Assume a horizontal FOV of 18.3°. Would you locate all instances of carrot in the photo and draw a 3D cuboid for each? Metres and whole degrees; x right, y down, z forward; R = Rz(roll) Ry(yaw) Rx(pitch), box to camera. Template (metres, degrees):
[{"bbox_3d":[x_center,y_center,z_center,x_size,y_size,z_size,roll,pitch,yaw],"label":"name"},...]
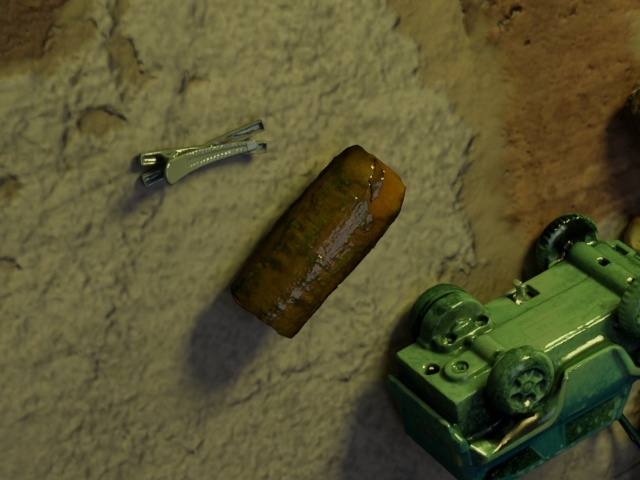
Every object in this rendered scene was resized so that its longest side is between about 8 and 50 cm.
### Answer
[{"bbox_3d":[0.000,0.000,1.711,0.173,0.082,0.082,-48,124,1],"label":"carrot"}]

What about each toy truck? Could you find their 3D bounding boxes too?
[{"bbox_3d":[0.204,0.101,1.825,0.279,0.155,0.156,-27,128,-21],"label":"toy truck"}]

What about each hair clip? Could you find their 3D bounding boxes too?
[{"bbox_3d":[-0.092,-0.070,1.654,0.115,0.039,0.030,-21,122,-26],"label":"hair clip"}]

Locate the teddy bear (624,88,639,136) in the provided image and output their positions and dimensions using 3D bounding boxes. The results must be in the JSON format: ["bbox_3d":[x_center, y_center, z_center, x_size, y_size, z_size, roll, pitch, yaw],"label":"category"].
[{"bbox_3d":[0.400,-0.112,1.879,0.177,0.140,0.190,-48,132,-11],"label":"teddy bear"}]

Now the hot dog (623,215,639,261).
[{"bbox_3d":[0.411,0.038,1.969,0.286,0.088,0.061,20,90,-29],"label":"hot dog"}]

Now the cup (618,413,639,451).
[{"bbox_3d":[0.380,0.148,1.972,0.176,0.131,0.155,16,95,-8],"label":"cup"}]
